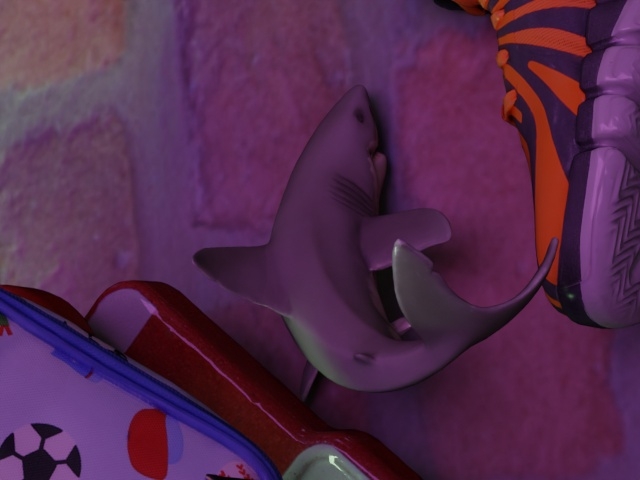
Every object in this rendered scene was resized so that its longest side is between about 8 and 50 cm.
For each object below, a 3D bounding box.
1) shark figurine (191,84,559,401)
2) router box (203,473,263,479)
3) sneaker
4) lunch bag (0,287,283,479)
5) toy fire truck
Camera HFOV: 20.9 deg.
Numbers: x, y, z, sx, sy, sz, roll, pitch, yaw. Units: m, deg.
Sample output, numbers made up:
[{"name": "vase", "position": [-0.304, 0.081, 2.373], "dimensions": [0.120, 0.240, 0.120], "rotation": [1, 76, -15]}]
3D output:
[{"name": "shark figurine", "position": [-0.001, 0.023, 0.854], "dimensions": [0.166, 0.116, 0.278], "rotation": [-66, 21, 13]}, {"name": "router box", "position": [0.001, 0.232, 0.747], "dimensions": [0.081, 0.309, 0.243], "rotation": [27, 93, 28]}, {"name": "sneaker", "position": [0.109, -0.108, 0.888], "dimensions": [0.180, 0.124, 0.321], "rotation": [-2, 67, 32]}, {"name": "lunch bag", "position": [-0.173, 0.176, 0.759], "dimensions": [0.243, 0.115, 0.303], "rotation": [32, 80, -2]}, {"name": "toy fire truck", "position": [-0.114, 0.178, 0.906], "dimensions": [0.254, 0.169, 0.302], "rotation": [40, 99, 24]}]
